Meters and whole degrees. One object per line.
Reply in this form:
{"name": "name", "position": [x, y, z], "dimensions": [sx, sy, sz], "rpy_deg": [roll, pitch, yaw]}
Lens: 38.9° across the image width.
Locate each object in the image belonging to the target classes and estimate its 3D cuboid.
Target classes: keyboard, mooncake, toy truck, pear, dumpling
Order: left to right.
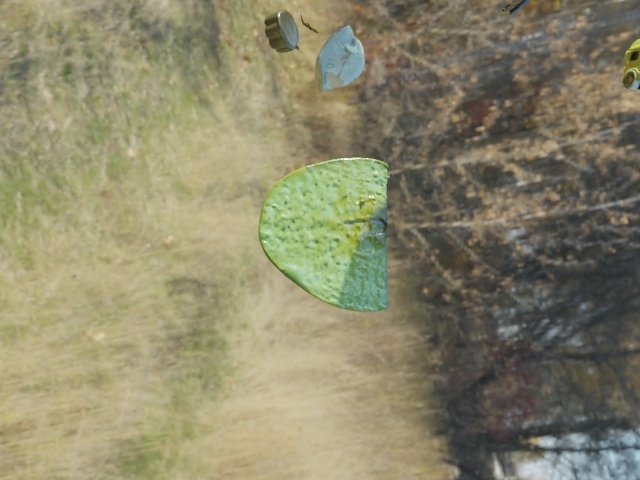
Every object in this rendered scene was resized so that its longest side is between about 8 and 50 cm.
{"name": "mooncake", "position": [-0.039, -0.312, 1.336], "dimensions": [0.347, 0.057, 0.150], "rpy_deg": [34, 49, -83]}
{"name": "pear", "position": [-0.001, -0.002, 1.636], "dimensions": [0.139, 0.239, 0.288], "rpy_deg": [133, -39, -66]}
{"name": "dumpling", "position": [0.043, -0.409, 1.983], "dimensions": [0.100, 0.169, 0.134], "rpy_deg": [42, -36, 39]}
{"name": "keyboard", "position": [0.371, -0.447, 1.710], "dimensions": [0.011, 0.067, 0.202], "rpy_deg": [51, 12, -7]}
{"name": "toy truck", "position": [0.852, -0.439, 2.168], "dimensions": [0.272, 0.124, 0.157], "rpy_deg": [-173, -89, -71]}
